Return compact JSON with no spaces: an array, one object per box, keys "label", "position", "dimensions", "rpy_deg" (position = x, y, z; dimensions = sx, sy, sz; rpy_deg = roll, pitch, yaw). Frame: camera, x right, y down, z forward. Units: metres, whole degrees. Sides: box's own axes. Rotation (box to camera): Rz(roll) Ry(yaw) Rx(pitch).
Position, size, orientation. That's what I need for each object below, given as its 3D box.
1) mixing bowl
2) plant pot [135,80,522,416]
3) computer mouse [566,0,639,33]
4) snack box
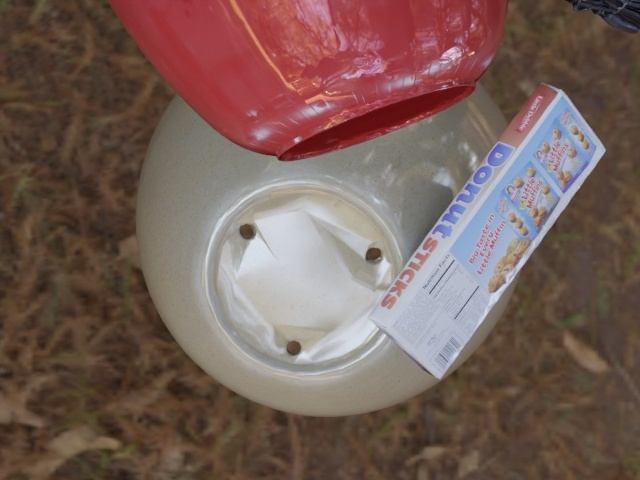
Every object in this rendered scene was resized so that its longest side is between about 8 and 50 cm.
[{"label":"mixing bowl","position":[0.007,-0.093,0.583],"dimensions":[0.181,0.181,0.098],"rpy_deg":[-16,84,-37]},{"label":"plant pot","position":[0.000,0.000,0.950],"dimensions":[0.191,0.284,0.284],"rpy_deg":[-65,136,-75]},{"label":"computer mouse","position":[0.229,-0.207,0.854],"dimensions":[0.106,0.042,0.193],"rpy_deg":[17,113,-37]},{"label":"snack box","position":[0.102,-0.006,0.856],"dimensions":[0.178,0.022,0.064],"rpy_deg":[-53,130,-8]}]
